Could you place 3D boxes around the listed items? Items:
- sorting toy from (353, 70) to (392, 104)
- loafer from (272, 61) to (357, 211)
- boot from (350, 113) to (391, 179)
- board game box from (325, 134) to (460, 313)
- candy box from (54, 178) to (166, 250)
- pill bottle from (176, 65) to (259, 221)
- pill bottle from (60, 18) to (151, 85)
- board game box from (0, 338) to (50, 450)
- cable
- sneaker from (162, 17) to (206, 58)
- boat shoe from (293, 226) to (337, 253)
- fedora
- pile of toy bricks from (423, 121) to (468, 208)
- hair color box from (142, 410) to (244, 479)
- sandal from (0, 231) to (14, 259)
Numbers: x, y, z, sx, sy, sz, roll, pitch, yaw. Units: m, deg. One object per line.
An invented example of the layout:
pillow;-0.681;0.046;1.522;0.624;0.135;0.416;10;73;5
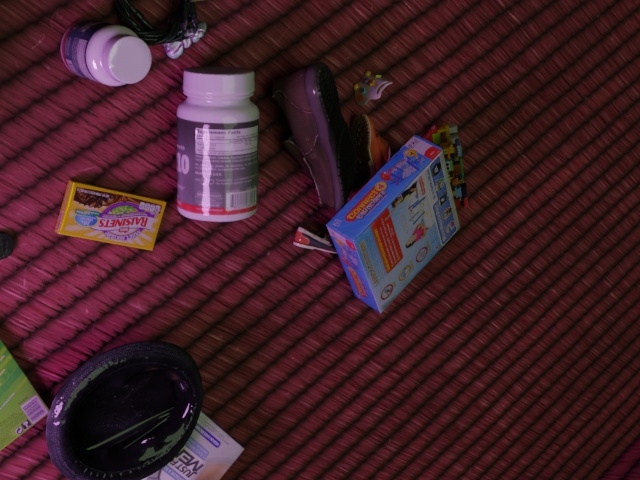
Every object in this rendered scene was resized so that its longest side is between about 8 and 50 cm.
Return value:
sorting toy;0.121;-0.338;2.188;0.083;0.075;0.045;-50;129;-14
loafer;-0.013;-0.220;2.115;0.134;0.130;0.366;-67;151;-45
boot;0.117;-0.225;2.241;0.085;0.059;0.158;-32;131;-29
board game box;0.176;-0.033;2.271;0.302;0.086;0.308;-45;145;-17
candy box;-0.402;-0.047;1.911;0.206;0.027;0.105;11;101;-40
pill bottle;-0.200;-0.191;1.932;0.161;0.161;0.283;-10;111;-35
pill bottle;-0.372;-0.328;1.738;0.108;0.180;0.108;-14;113;-35
board game box;-0.618;0.264;1.843;0.124;0.039;0.259;-38;127;-23
cable;-0.307;-0.454;1.831;0.151;0.047;0.184;-12;98;-22
sneaker;-0.266;-0.402;1.889;0.098;0.038;0.069;-47;129;-16
boat shoe;0.000;0.000;2.230;0.137;0.049;0.043;11;96;-35
fedora;-0.402;0.321;1.952;0.334;0.152;0.334;-14;113;-35
pile of toy bricks;0.289;-0.167;2.377;0.105;0.118;0.212;-9;130;6
hair color box;-0.341;0.511;2.098;0.339;0.110;0.185;-50;129;-12
sandal;-0.626;0.022;1.750;0.179;0.040;0.067;-14;114;-34
